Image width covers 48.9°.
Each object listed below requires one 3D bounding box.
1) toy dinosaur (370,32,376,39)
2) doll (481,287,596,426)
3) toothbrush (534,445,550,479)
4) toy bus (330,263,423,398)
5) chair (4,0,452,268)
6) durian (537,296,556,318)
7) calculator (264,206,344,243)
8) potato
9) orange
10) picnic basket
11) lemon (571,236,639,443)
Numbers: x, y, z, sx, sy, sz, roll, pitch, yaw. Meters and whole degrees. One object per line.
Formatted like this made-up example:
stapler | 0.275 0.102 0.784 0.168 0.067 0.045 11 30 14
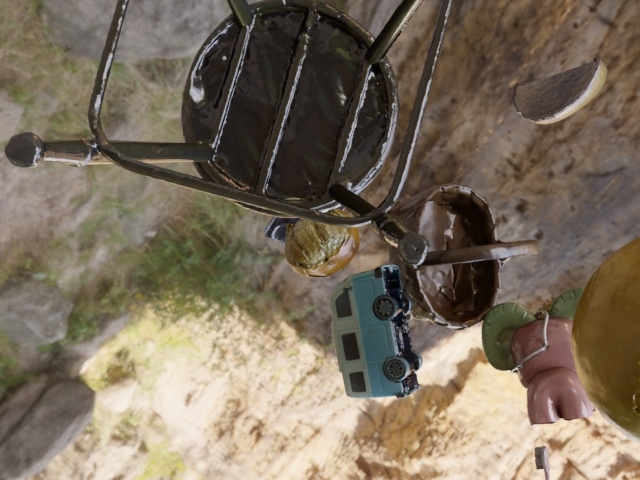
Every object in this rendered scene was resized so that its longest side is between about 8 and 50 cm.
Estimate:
toy dinosaur | 0.052 -0.406 1.407 0.049 0.154 0.055 -67 153 -8
doll | 0.501 0.250 1.532 0.284 0.269 0.216 -16 168 20
toothbrush | 0.495 0.607 1.539 0.029 0.025 0.307 -18 -121 37
toy bus | 0.110 0.196 1.498 0.164 0.271 0.133 -12 174 23
chair | -0.045 -0.192 0.787 0.410 0.361 0.365 99 5 -89
durian | 0.660 0.267 2.039 0.138 0.183 0.249 -28 162 18
calculator | -0.034 -0.075 1.951 0.262 0.161 0.021 -51 -155 34
potato | 0.526 -0.297 1.512 0.261 0.100 0.120 2 -104 67
orange | 0.000 0.000 1.411 0.156 0.156 0.134 -49 -134 22
picnic basket | 0.329 0.032 1.574 0.293 0.337 0.337 -4 152 -34
lemon | 0.474 0.129 0.916 0.297 0.297 0.297 -50 -177 3
